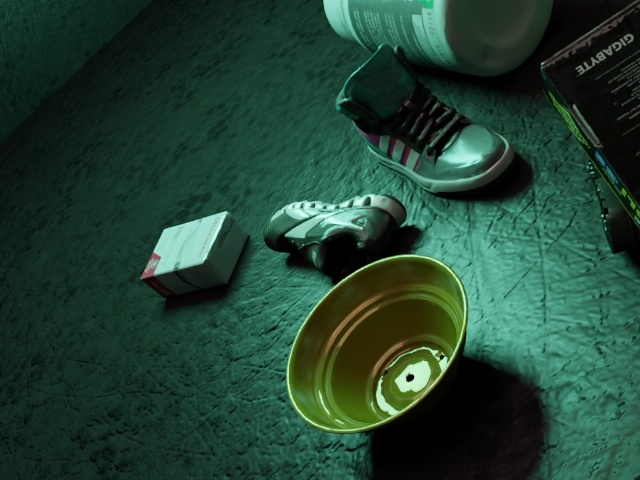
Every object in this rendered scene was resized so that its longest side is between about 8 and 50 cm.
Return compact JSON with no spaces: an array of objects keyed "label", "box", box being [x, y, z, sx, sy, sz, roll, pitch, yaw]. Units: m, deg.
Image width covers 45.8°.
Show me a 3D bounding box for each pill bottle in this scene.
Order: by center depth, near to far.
[{"label":"pill bottle","box":[0.163,-0.376,1.179,0.204,0.204,0.361,-47,33,-8]}]

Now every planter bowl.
[{"label":"planter bowl","box":[0.076,0.126,0.799,0.217,0.090,0.217,-26,36,21]}]

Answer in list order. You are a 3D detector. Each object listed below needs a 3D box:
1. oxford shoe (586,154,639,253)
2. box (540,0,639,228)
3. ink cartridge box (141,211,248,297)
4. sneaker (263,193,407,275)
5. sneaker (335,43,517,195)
[{"label":"oxford shoe","box":[0.333,-0.083,0.799,0.096,0.082,0.227,-14,47,18]},{"label":"box","box":[0.397,-0.133,0.653,0.322,0.079,0.257,-34,76,13]},{"label":"ink cartridge box","box":[-0.202,0.024,1.223,0.151,0.063,0.109,-13,43,36]},{"label":"sneaker","box":[0.000,0.000,1.031,0.234,0.078,0.106,-7,44,38]},{"label":"sneaker","box":[0.121,-0.173,1.013,0.124,0.178,0.296,-48,34,-9]}]
